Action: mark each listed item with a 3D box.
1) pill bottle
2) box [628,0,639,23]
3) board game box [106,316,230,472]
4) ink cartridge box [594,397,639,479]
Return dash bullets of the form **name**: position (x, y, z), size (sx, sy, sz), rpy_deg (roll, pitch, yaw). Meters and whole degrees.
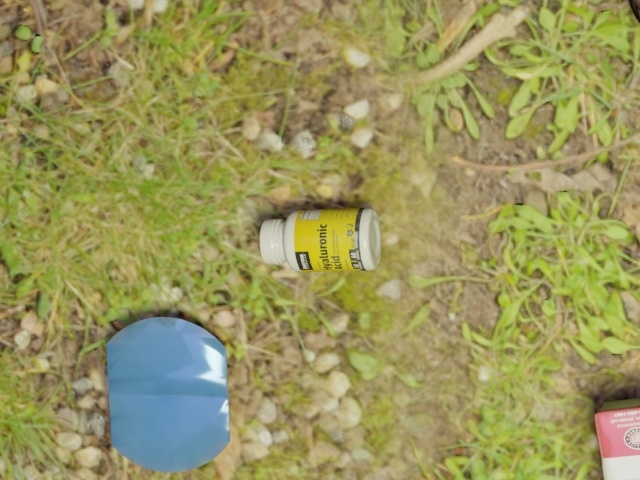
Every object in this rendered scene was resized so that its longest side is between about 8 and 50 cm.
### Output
- **pill bottle**: position (0.000, 0.000, 1.308), size (0.116, 0.065, 0.065), rpy_deg (-2, 91, 17)
- **box**: position (0.400, -0.191, 1.138), size (0.168, 0.167, 0.203), rpy_deg (-38, 81, 13)
- **board game box**: position (-0.159, 0.163, 1.375), size (0.133, 0.033, 0.169), rpy_deg (-2, 96, 11)
- **ink cartridge box**: position (0.355, 0.254, 1.201), size (0.158, 0.092, 0.218), rpy_deg (-9, 87, 16)
